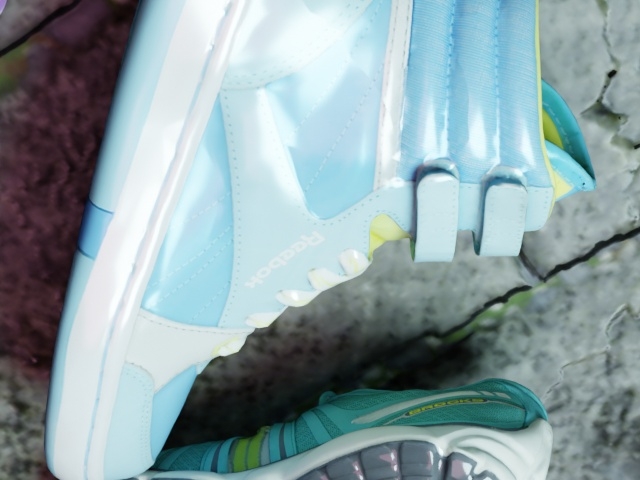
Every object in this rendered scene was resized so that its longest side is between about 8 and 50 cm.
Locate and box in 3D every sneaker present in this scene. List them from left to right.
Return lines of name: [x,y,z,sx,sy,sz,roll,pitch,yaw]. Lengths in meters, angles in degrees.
sneaker: [-0.010,0.130,0.828,0.275,0.110,0.107,-13,108,28]
sneaker: [0.000,0.000,0.732,0.208,0.127,0.319,15,122,-9]

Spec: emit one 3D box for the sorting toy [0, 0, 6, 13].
sorting toy: [-0.237,-0.204,0.595,0.127,0.126,0.365,-26,119,15]
